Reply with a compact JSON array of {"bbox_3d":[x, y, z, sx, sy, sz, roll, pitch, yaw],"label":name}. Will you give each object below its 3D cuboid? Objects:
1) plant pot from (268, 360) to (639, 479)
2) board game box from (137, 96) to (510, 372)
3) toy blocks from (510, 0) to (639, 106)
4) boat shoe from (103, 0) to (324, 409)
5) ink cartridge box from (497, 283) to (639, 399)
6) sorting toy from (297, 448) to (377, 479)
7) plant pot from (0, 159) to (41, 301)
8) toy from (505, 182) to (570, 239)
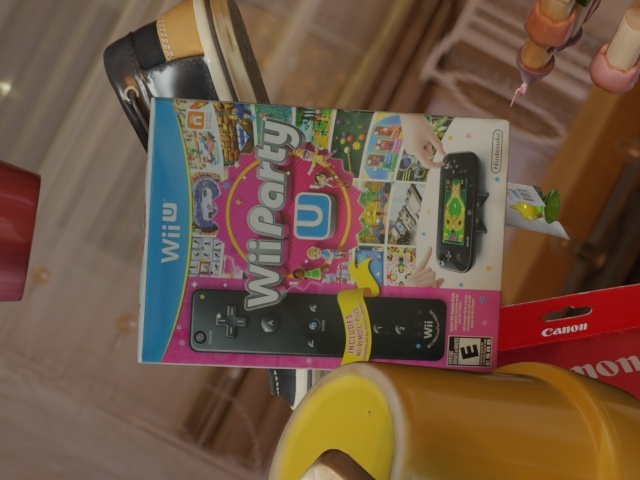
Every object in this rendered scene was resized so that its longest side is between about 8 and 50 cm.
[{"bbox_3d":[0.100,0.199,1.058,0.239,0.254,0.254,22,-176,-30],"label":"plant pot"},{"bbox_3d":[0.000,0.000,1.219,0.303,0.224,0.097,3,-179,-8],"label":"board game box"},{"bbox_3d":[0.348,-0.356,1.942,0.309,0.288,0.260,35,153,12],"label":"toy blocks"},{"bbox_3d":[-0.100,-0.023,1.532,0.187,0.156,0.500,-100,-6,-59],"label":"boat shoe"},{"bbox_3d":[0.294,0.200,1.646,0.309,0.272,0.130,-10,-140,-9],"label":"ink cartridge box"},{"bbox_3d":[0.011,0.285,0.699,0.255,0.257,0.089,42,-158,7],"label":"sorting toy"},{"bbox_3d":[-0.372,-0.017,1.392,0.180,0.201,0.201,8,-174,-12],"label":"plant pot"},{"bbox_3d":[0.186,-0.069,1.738,0.237,0.056,0.137,16,163,36],"label":"toy"}]
